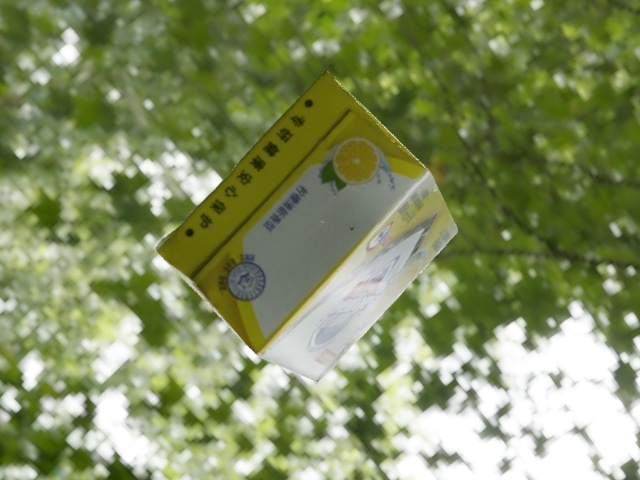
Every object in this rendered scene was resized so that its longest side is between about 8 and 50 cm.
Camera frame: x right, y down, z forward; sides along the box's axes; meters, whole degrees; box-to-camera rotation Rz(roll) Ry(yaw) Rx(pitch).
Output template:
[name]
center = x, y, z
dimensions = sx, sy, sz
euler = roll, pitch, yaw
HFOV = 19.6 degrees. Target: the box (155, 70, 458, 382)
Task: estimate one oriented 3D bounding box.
[box]
center = 0.000, 0.000, 1.279
dimensions = 0.097, 0.265, 0.168
euler = 43, -92, 12
